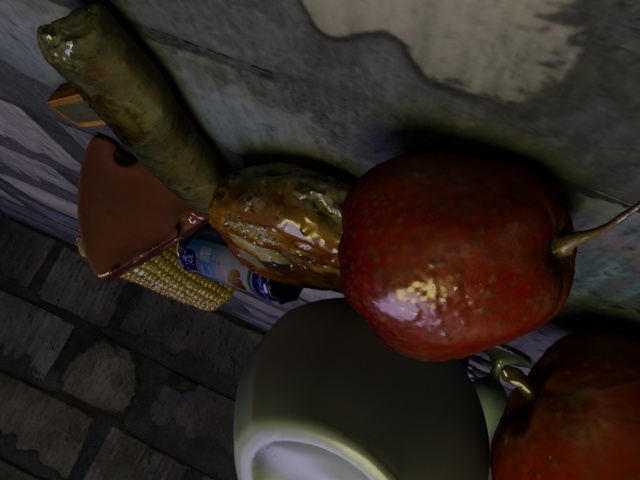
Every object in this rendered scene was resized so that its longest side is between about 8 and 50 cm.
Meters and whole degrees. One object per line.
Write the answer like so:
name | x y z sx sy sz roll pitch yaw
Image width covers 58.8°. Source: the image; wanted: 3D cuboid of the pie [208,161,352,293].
pie | 0.000 0.001 0.640 0.308 0.086 0.308 21 164 6

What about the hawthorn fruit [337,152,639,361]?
hawthorn fruit | 0.117 0.009 0.401 0.203 0.163 0.162 -2 154 29

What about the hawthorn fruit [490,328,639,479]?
hawthorn fruit | 0.310 0.225 0.586 0.299 0.275 0.275 36 167 8

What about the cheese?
cheese | -0.273 -0.065 0.824 0.177 0.202 0.128 58 166 -3

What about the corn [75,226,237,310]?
corn | -0.367 0.053 1.310 0.387 0.144 0.144 30 164 -20

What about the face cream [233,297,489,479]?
face cream | 0.062 0.204 0.689 0.312 0.219 0.357 40 -156 6

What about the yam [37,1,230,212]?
yam | -0.158 -0.107 0.558 0.067 0.071 0.317 59 179 23

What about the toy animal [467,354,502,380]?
toy animal | 0.227 0.235 1.146 0.259 0.087 0.244 23 152 14

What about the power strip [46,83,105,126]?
power strip | -0.247 -0.151 0.619 0.178 0.028 0.049 9 158 47

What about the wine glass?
wine glass | 0.259 0.278 0.922 0.103 0.222 0.103 25 164 8

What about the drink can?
drink can | -0.134 0.034 0.951 0.235 0.097 0.097 12 161 38
